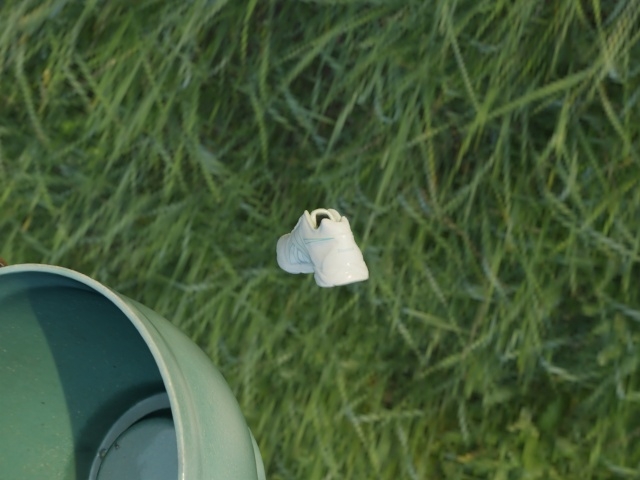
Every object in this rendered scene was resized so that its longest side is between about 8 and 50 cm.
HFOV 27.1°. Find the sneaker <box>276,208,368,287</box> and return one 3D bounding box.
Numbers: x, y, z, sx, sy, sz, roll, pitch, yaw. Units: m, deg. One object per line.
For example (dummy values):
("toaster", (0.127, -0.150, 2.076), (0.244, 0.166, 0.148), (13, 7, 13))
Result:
("sneaker", (0.000, 0.000, 1.148), (0.152, 0.053, 0.061), (-166, 65, -68))

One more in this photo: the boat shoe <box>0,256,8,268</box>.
("boat shoe", (-0.336, 0.110, 1.396), (0.068, 0.190, 0.072), (-8, 174, -30))

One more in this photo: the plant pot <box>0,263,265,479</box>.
("plant pot", (-0.160, 0.177, 0.939), (0.293, 0.293, 0.196), (-5, 166, 30))
